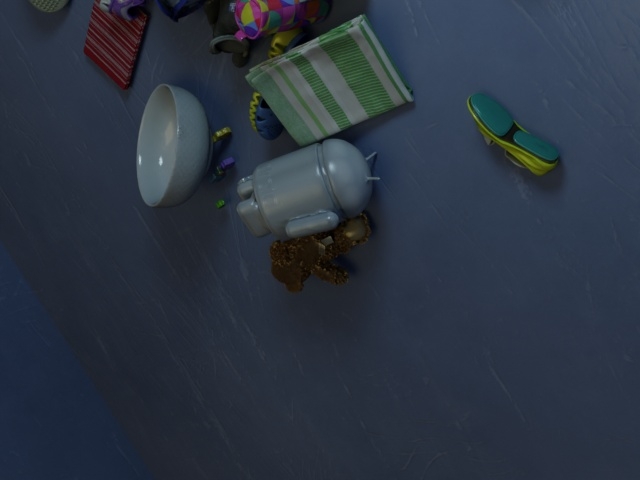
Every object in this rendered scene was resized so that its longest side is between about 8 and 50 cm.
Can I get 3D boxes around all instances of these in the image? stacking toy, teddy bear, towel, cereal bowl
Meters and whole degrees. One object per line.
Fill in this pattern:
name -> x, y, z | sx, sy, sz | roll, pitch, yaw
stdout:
stacking toy -> -0.278, -0.201, 2.147 | 0.221, 0.052, 0.167 | -35, 83, 52
teddy bear -> 0.000, 0.000, 2.028 | 0.245, 0.113, 0.338 | 33, 125, 9
towel -> -0.590, -0.591, 2.170 | 0.199, 0.031, 0.275 | 43, 133, 12
towel -> 0.021, -0.353, 1.729 | 0.325, 0.038, 0.248 | -19, 129, 30
cereal bowl -> -0.392, -0.255, 2.091 | 0.339, 0.141, 0.338 | -10, 78, 59

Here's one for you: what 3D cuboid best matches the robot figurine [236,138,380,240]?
robot figurine -> -0.025, -0.123, 1.829 | 0.354, 0.299, 0.199 | -19, 137, 12

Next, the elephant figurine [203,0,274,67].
elephant figurine -> -0.207, -0.506, 1.804 | 0.239, 0.169, 0.186 | -29, 115, 38

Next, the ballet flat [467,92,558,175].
ballet flat -> 0.393, -0.215, 1.591 | 0.231, 0.077, 0.077 | 39, 150, 10

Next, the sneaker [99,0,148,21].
sneaker -> -0.489, -0.677, 1.990 | 0.104, 0.095, 0.236 | 38, 125, -2

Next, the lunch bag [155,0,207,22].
lunch bag -> -0.328, -0.715, 1.751 | 0.385, 0.239, 0.327 | -5, 114, 58

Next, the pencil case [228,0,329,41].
pencil case -> -0.087, -0.510, 1.672 | 0.104, 0.236, 0.104 | 24, 127, 37

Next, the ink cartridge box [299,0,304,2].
ink cartridge box -> 0.007, -0.618, 1.606 | 0.128, 0.127, 0.176 | -4, 113, 39

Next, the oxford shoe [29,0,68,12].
oxford shoe -> -0.794, -0.864, 2.106 | 0.130, 0.169, 0.449 | -113, 15, -50

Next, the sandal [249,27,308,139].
sandal -> -0.077, -0.366, 1.840 | 0.138, 0.126, 0.317 | 34, 134, 12
